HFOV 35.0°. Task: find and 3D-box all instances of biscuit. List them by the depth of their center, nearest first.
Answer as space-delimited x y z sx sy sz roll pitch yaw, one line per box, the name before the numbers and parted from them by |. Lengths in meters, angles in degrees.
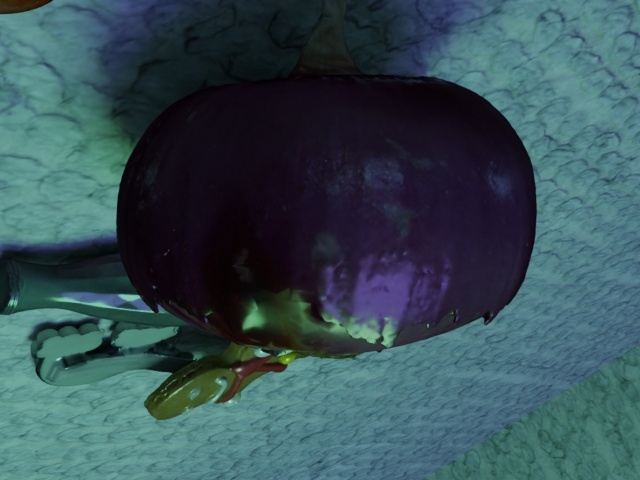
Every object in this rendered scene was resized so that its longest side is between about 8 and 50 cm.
biscuit | -0.084 0.164 1.373 0.339 0.047 0.216 -22 156 -39

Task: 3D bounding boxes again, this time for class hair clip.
hair clip | -0.260 0.145 1.249 0.220 0.054 0.140 -2 150 -36

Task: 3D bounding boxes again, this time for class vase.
vase | -0.232 0.049 1.061 0.214 0.086 0.086 2 143 -38

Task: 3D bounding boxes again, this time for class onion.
onion | 0.002 -0.047 0.883 0.358 0.345 0.358 -7 159 -3

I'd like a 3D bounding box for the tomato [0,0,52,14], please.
tomato | -0.225 -0.184 0.621 0.174 0.082 0.166 -24 155 -11
